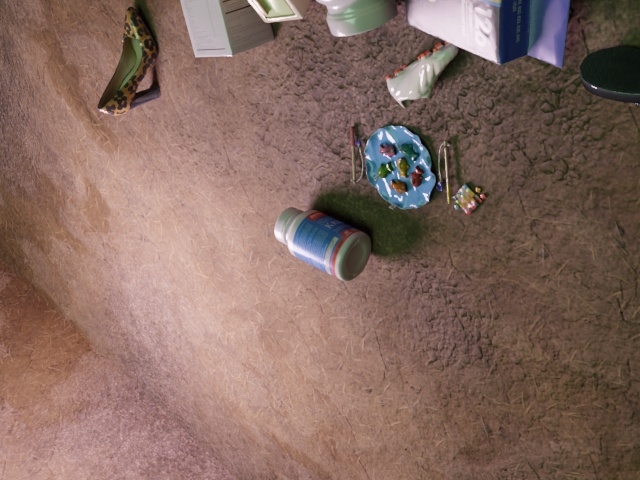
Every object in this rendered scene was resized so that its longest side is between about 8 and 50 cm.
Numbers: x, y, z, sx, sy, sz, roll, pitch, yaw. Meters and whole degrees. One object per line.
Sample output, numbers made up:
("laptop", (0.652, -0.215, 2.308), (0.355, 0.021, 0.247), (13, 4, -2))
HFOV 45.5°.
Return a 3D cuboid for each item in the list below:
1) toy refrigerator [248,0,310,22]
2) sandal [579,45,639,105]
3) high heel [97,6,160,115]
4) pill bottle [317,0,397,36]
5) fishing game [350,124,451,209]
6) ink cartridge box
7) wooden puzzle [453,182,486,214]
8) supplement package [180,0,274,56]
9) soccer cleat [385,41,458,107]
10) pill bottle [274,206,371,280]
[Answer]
("toy refrigerator", (-0.126, -0.543, 1.474), (0.102, 0.094, 0.269), (5, 156, 34))
("sandal", (0.507, -0.228, 1.144), (0.254, 0.097, 0.054), (24, 157, 36))
("high heel", (-0.521, -0.462, 1.994), (0.093, 0.186, 0.261), (19, 128, 38))
("pill bottle", (0.040, -0.522, 1.367), (0.162, 0.162, 0.278), (10, 131, 43))
("fishing game", (0.158, -0.148, 1.605), (0.264, 0.041, 0.189), (20, 126, 38))
("ink cartridge box", (0.251, -0.439, 1.207), (0.307, 0.072, 0.304), (38, 151, 38))
("wooden puzzle", (0.294, -0.083, 1.529), (0.049, 0.006, 0.083), (49, 141, 11))
("supplement package", (-0.215, -0.537, 1.661), (0.139, 0.134, 0.244), (12, 123, 42))
("soccer cleat", (0.200, -0.311, 1.434), (0.076, 0.068, 0.196), (57, 149, -7))
("pill bottle", (0.000, 0.000, 1.804), (0.221, 0.124, 0.124), (26, 132, 33))
